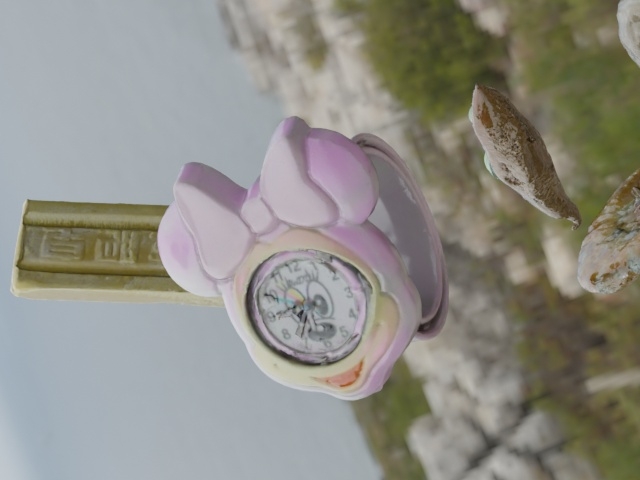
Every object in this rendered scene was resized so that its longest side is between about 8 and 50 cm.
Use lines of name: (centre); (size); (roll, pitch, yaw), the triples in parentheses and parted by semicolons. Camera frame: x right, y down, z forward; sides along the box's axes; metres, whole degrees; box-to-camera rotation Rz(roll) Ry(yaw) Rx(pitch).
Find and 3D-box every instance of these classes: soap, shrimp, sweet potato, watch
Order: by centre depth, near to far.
shrimp: (0.292, -0.021, 1.642); (0.051, 0.187, 0.132); (48, 143, -19)
watch: (0.000, 0.000, 1.647); (0.248, 0.211, 0.217); (63, -155, -13)
soap: (-0.160, 0.014, 1.755); (0.037, 0.252, 0.092); (96, 176, -61)
sweet potato: (0.203, -0.078, 1.886); (0.206, 0.060, 0.068); (47, -170, -35)

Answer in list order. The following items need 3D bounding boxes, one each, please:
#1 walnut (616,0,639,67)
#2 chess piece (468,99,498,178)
walnut: (0.362, -0.220, 1.838); (0.162, 0.140, 0.140); (171, 79, -75)
chess piece: (0.214, -0.135, 2.343); (0.149, 0.059, 0.059); (-112, 9, -53)
